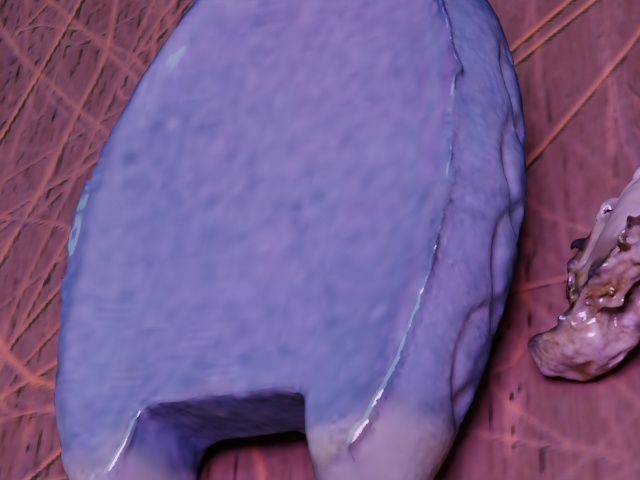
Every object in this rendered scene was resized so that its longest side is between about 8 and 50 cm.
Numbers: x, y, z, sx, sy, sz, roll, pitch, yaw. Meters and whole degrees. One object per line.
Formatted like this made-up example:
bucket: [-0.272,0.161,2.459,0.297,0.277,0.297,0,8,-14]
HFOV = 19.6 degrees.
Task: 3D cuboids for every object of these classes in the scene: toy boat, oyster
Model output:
toy boat: [0.000,0.000,0.869,0.215,0.123,0.330,-13,53,28]
oyster: [0.168,-0.008,0.805,0.191,0.081,0.163,-37,15,12]
